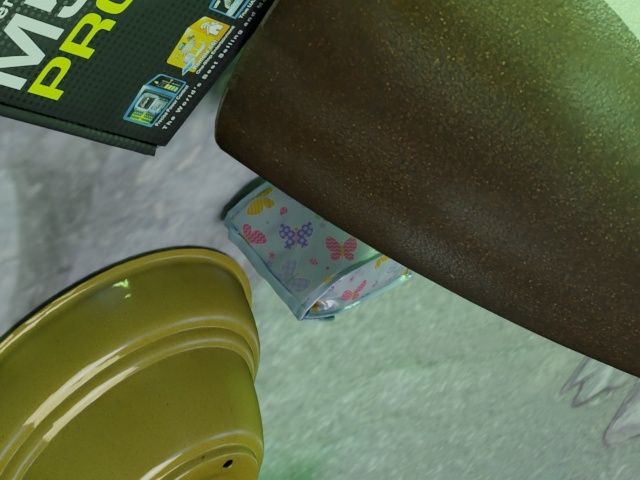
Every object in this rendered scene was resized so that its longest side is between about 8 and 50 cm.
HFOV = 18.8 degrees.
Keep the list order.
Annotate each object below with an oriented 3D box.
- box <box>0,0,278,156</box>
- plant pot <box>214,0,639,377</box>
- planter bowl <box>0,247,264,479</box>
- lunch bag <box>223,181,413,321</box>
[{"bbox_3d":[-0.054,-0.162,0.674,0.270,0.060,0.216,-51,154,14],"label":"box"},{"bbox_3d":[0.111,-0.046,0.827,0.215,0.230,0.215,-47,171,-9],"label":"plant pot"},{"bbox_3d":[-0.095,0.114,0.991,0.217,0.090,0.217,-34,152,-21],"label":"planter bowl"},{"bbox_3d":[0.000,0.000,0.979,0.083,0.071,0.053,-27,153,-34],"label":"lunch bag"}]
